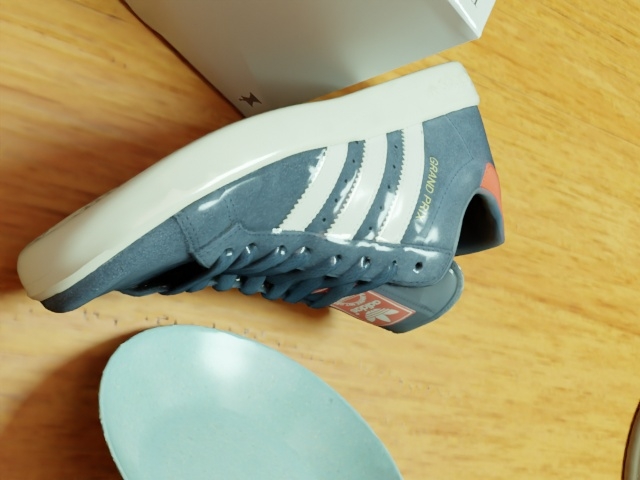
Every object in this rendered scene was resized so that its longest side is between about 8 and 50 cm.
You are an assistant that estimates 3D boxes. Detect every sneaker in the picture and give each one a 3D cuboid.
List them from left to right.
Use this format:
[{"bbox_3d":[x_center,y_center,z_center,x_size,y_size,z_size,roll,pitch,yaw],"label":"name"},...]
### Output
[{"bbox_3d":[0.000,0.000,0.583,0.350,0.131,0.148,-24,94,-42],"label":"sneaker"}]

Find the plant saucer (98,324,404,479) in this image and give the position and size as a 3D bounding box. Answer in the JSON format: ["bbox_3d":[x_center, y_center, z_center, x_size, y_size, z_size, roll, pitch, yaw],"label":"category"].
[{"bbox_3d":[-0.037,0.125,0.541,0.195,0.037,0.195,29,23,-14],"label":"plant saucer"}]

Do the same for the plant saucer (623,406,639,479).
[{"bbox_3d":[0.372,0.247,0.927,0.277,0.041,0.278,9,76,-41],"label":"plant saucer"}]

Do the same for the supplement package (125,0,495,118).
[{"bbox_3d":[0.006,-0.247,0.589,0.199,0.198,0.263,43,57,-28],"label":"supplement package"}]
